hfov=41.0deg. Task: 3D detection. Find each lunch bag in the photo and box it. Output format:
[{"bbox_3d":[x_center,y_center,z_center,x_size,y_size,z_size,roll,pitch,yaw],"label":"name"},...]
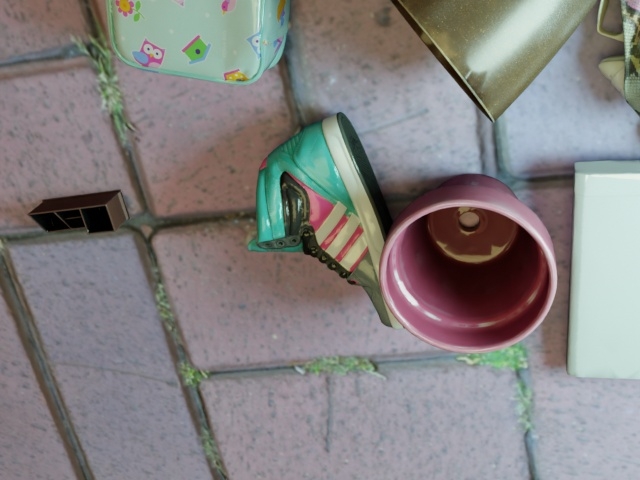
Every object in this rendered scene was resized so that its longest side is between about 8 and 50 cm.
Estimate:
[{"bbox_3d":[-0.147,-0.333,0.999,0.224,0.108,0.279,11,116,13],"label":"lunch bag"}]

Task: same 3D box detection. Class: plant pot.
[{"bbox_3d":[0.183,0.008,1.048,0.201,0.180,0.201,5,116,11],"label":"plant pot"},{"bbox_3d":[0.206,-0.282,0.907,0.230,0.215,0.215,-40,102,11],"label":"plant pot"}]

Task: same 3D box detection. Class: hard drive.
[{"bbox_3d":[0.417,0.044,1.073,0.203,0.040,0.307,0,121,13],"label":"hard drive"}]

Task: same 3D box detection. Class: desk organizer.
[{"bbox_3d":[-0.345,-0.035,1.221,0.130,0.050,0.047,-6,114,16],"label":"desk organizer"}]

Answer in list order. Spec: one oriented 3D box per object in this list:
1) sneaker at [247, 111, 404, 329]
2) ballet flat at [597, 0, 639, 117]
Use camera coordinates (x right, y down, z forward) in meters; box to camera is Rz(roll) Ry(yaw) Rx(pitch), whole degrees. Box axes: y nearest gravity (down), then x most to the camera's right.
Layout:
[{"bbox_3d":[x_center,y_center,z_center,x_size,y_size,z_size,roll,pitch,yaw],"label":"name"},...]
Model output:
[{"bbox_3d":[0.000,0.000,1.116,0.178,0.124,0.295,-18,103,15],"label":"sneaker"},{"bbox_3d":[0.352,-0.228,0.963,0.079,0.077,0.221,3,112,35],"label":"ballet flat"}]
